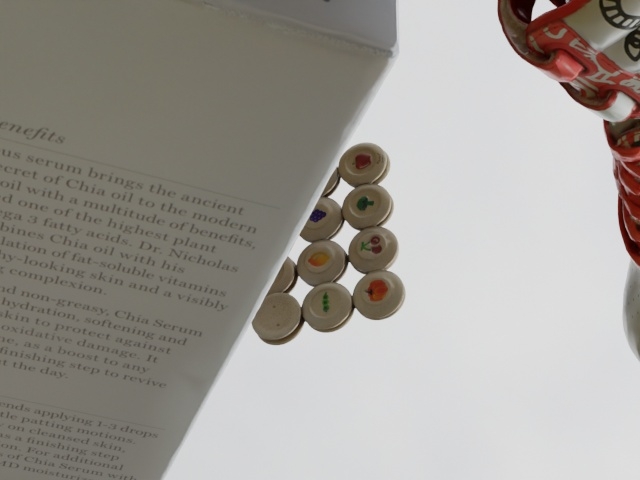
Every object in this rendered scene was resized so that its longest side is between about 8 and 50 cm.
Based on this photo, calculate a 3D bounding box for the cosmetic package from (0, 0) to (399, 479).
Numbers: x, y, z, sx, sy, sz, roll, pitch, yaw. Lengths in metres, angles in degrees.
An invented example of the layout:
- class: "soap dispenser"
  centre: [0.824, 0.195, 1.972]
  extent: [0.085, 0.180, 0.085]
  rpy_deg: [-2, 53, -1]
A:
- class: "cosmetic package"
  centre: [-0.141, -0.038, 0.851]
  extent: [0.453, 0.230, 0.161]
  rpy_deg: [121, -21, -49]

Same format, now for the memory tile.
- class: "memory tile"
  centre: [0.000, 0.000, 1.101]
  extent: [0.113, 0.012, 0.148]
  rpy_deg: [-14, -124, 12]

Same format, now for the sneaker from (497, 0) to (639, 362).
- class: "sneaker"
  centre: [0.119, -0.050, 0.531]
  extent: [0.270, 0.145, 0.090]
  rpy_deg: [112, -20, -47]
